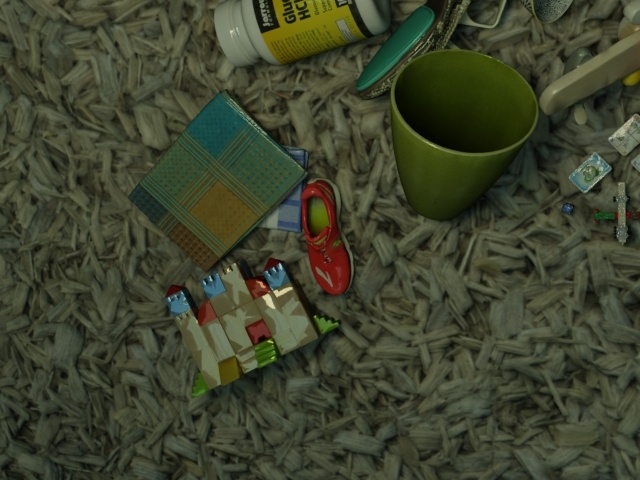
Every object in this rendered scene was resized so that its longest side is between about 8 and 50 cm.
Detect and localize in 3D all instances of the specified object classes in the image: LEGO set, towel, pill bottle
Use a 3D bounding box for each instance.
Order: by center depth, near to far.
[{"bbox_3d":[-0.040,-0.470,1.649,0.334,0.188,0.187,-14,101,20],"label":"pill bottle"},{"bbox_3d":[0.624,-0.112,1.663,0.182,0.060,0.244,48,110,12],"label":"LEGO set"},{"bbox_3d":[-0.240,-0.131,1.846,0.271,0.040,0.370,45,114,-3],"label":"towel"},{"bbox_3d":[-0.173,-0.133,1.865,0.285,0.034,0.209,9,108,12],"label":"towel"}]

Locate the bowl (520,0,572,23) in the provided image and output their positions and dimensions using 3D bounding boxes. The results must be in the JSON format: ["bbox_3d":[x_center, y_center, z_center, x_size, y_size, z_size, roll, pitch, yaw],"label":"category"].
[{"bbox_3d":[0.429,-0.513,1.549,0.080,0.170,0.170,33,114,36],"label":"bowl"}]

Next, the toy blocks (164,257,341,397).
[{"bbox_3d":[-0.182,0.166,1.887,0.382,0.191,0.260,-26,89,9],"label":"toy blocks"}]

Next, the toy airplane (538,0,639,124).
[{"bbox_3d":[0.624,-0.365,1.459,0.386,0.272,0.384,8,122,-21],"label":"toy airplane"}]

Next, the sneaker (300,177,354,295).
[{"bbox_3d":[0.000,0.000,1.809,0.107,0.118,0.278,-9,103,18],"label":"sneaker"}]

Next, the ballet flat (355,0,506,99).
[{"bbox_3d":[0.266,-0.455,1.606,0.182,0.164,0.482,26,110,-18],"label":"ballet flat"}]

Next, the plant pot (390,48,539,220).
[{"bbox_3d":[0.256,-0.178,1.602,0.275,0.274,0.293,20,146,9],"label":"plant pot"}]
